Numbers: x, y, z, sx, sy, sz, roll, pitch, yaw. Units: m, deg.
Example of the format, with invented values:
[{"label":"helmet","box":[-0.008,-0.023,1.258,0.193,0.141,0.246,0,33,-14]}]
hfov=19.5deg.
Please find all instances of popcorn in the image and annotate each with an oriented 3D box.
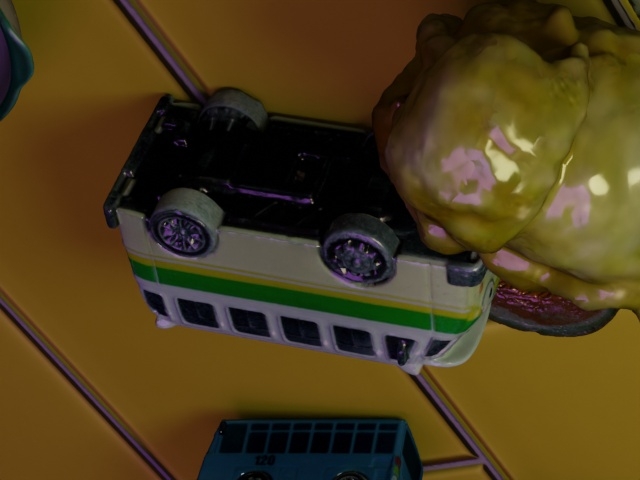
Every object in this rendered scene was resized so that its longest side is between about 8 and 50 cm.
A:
[{"label":"popcorn","box":[0.146,-0.057,1.161,0.286,0.174,0.225,18,-170,-31]}]

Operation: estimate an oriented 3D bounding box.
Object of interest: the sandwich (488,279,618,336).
[{"label":"sandwich","box":[0.177,0.043,1.401,0.135,0.029,0.067,-6,134,28]}]

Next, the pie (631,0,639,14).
[{"label":"pie","box":[0.131,-0.251,1.061,0.302,0.067,0.302,12,139,10]}]

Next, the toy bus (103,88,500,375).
[{"label":"toy bus","box":[0.000,0.000,1.351,0.276,0.134,0.165,10,139,15]}]

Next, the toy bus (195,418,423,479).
[{"label":"toy bus","box":[-0.010,0.209,1.611,0.184,0.106,0.090,-1,139,17]}]

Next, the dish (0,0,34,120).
[{"label":"dish","box":[-0.307,-0.171,1.335,0.246,0.078,0.224,11,139,11]}]
